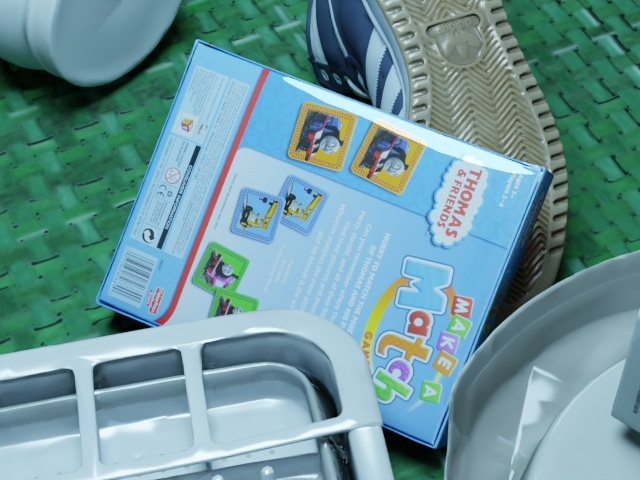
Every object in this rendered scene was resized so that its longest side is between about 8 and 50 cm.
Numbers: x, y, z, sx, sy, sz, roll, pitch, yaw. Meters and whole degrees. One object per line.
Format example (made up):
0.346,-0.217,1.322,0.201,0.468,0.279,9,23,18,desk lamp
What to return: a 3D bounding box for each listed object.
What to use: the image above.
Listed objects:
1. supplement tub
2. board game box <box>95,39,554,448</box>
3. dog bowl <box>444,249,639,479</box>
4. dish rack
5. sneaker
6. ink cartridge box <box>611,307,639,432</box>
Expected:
-0.196,-0.198,1.073,0.199,0.144,0.144,34,57,25,supplement tub
0.000,0.000,0.917,0.211,0.039,0.160,22,92,18,board game box
0.218,0.162,0.797,0.348,0.102,0.349,0,49,0,dog bowl
-0.095,0.185,0.762,0.285,0.072,0.333,-10,43,-3,dish rack
0.065,-0.076,1.017,0.099,0.153,0.282,-12,81,-14,sneaker
0.263,0.063,0.759,0.208,0.087,0.153,31,56,22,ink cartridge box
